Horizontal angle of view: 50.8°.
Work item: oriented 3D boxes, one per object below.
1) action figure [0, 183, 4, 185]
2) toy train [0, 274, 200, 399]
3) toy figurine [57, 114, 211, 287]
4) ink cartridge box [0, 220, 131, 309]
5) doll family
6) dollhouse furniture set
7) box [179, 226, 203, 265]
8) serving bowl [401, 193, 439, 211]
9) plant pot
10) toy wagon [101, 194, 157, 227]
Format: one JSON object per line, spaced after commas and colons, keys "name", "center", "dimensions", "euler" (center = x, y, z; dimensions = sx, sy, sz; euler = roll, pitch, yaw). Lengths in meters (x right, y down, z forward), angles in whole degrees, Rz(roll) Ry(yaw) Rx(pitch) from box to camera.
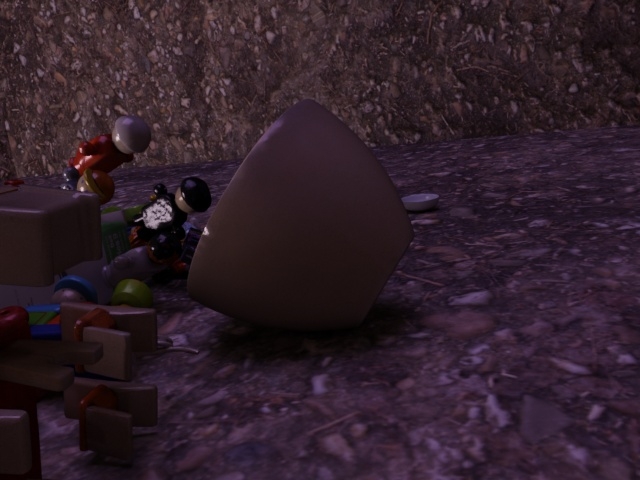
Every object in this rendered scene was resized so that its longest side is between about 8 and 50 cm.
{"name": "action figure", "center": [-0.616, 0.026, 1.120], "dimensions": [0.179, 0.341, 0.330], "euler": [30, 53, 16]}
{"name": "toy train", "center": [-0.224, 0.093, 0.745], "dimensions": [0.248, 0.105, 0.143], "euler": [-4, 25, 14]}
{"name": "toy figurine", "center": [-0.281, -0.055, 0.997], "dimensions": [0.148, 0.213, 0.209], "euler": [-27, 28, 25]}
{"name": "ink cartridge box", "center": [-0.450, 0.063, 1.006], "dimensions": [0.211, 0.121, 0.289], "euler": [-2, 14, 21]}
{"name": "doll family", "center": [-0.326, 0.002, 1.205], "dimensions": [0.263, 0.118, 0.163], "euler": [2, 16, 33]}
{"name": "dollhouse furniture set", "center": [-0.233, 0.090, 0.488], "dimensions": [0.135, 0.259, 0.262], "euler": [5, 14, 8]}
{"name": "box", "center": [-0.165, 0.027, 1.088], "dimensions": [0.116, 0.029, 0.162], "euler": [25, 9, -13]}
{"name": "serving bowl", "center": [0.214, -0.079, 1.448], "dimensions": [0.083, 0.027, 0.083], "euler": [-7, 14, 2]}
{"name": "plant pot", "center": [0.000, 0.000, 0.819], "dimensions": [0.191, 0.284, 0.284], "euler": [31, 21, 6]}
{"name": "toy wagon", "center": [-0.491, -0.028, 1.423], "dimensions": [0.345, 0.068, 0.267], "euler": [-14, 6, 1]}
